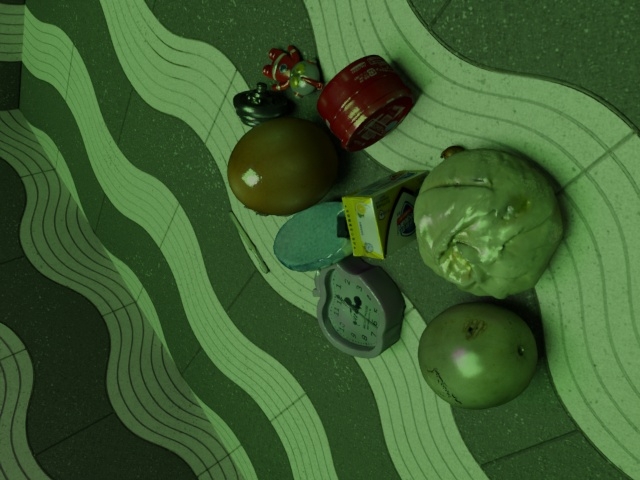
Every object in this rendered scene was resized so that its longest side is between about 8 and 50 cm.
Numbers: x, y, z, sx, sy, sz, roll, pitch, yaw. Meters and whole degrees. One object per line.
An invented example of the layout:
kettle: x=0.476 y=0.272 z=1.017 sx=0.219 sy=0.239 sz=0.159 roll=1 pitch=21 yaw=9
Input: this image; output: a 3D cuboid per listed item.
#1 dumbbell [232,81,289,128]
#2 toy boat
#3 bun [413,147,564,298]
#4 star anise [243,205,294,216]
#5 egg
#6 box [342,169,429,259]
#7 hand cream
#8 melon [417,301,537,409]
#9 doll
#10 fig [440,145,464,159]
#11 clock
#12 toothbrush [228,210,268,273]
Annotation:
dumbbell: x=-0.203 y=-0.314 z=1.863 sx=0.179 sy=0.179 sz=0.406 roll=33 pitch=131 yaw=33
toy boat: x=0.000 y=0.000 z=1.812 sx=0.330 sy=0.123 sz=0.215 roll=-21 pitch=59 yaw=34
bun: x=0.367 y=-0.028 z=1.332 sx=0.365 sy=0.219 sz=0.365 roll=21 pitch=127 yaw=32
star anise: x=-0.164 y=-0.114 z=1.917 sx=0.182 sy=0.195 sz=0.065 roll=1 pitch=90 yaw=13
egg: x=-0.108 y=-0.215 z=1.669 sx=0.283 sy=0.351 sz=0.282 roll=32 pitch=136 yaw=38
box: x=0.187 y=-0.074 z=1.486 sx=0.097 sy=0.265 sz=0.168 roll=2 pitch=110 yaw=44
hand cream: x=0.114 y=-0.350 z=1.462 sx=0.149 sy=0.230 sz=0.230 roll=57 pitch=140 yaw=10
melon: x=0.386 y=0.295 z=1.455 sx=0.330 sy=0.268 sz=0.268 roll=-25 pitch=90 yaw=58
doll: x=-0.078 y=-0.499 z=1.710 sx=0.245 sy=0.076 sz=0.142 roll=38 pitch=112 yaw=36
fig: x=0.327 y=-0.215 z=1.438 sx=0.083 sy=0.050 sz=0.050 roll=-154 pitch=50 yaw=-64
clock: x=0.114 y=0.213 z=1.841 sx=0.339 sy=0.102 sz=0.338 roll=24 pitch=125 yaw=40
toothbrush: x=-0.282 y=0.006 z=2.229 sx=0.294 sy=0.026 sz=0.028 roll=59 pitch=155 yaw=7
